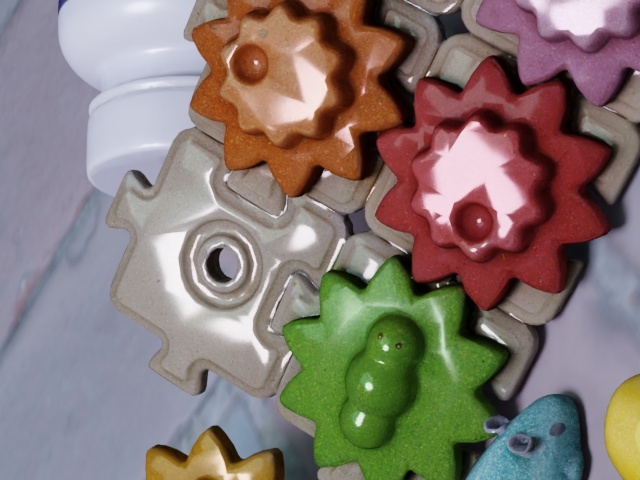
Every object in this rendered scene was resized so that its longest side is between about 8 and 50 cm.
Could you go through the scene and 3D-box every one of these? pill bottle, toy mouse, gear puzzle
[{"bbox_3d":[-0.051,-0.113,0.774,0.112,0.112,0.187,-19,65,50],"label":"pill bottle"},{"bbox_3d":[0.078,0.103,0.601,0.143,0.031,0.161,-44,48,38],"label":"toy mouse"},{"bbox_3d":[0.000,0.000,0.659,0.175,0.044,0.339,31,109,18],"label":"gear puzzle"}]
